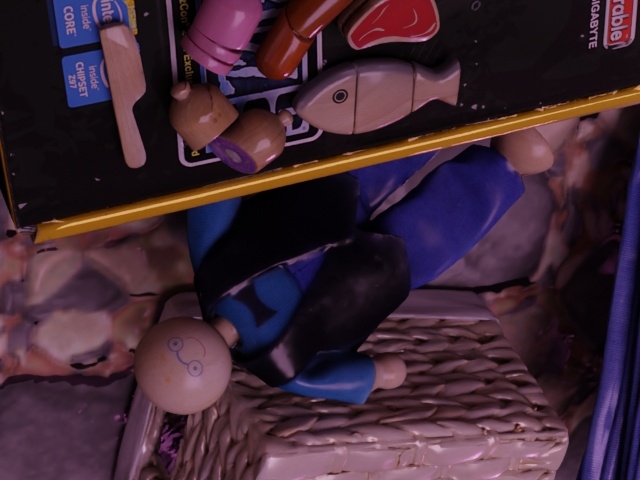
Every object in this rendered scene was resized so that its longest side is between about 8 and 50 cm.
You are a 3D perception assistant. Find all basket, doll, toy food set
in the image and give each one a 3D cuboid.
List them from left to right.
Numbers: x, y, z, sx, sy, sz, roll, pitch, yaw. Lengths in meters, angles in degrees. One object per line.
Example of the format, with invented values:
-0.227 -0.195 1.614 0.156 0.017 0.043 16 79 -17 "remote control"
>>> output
-0.009 -0.059 0.577 0.122 0.019 0.078 -17 129 -12 "toy food set"
0.000 0.000 0.685 0.189 0.046 0.129 -41 92 -19 "doll"
0.011 0.094 0.752 0.167 0.103 0.113 0 122 -31 "basket"

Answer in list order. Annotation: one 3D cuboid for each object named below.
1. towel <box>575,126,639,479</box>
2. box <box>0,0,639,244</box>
0.267 0.045 0.863 0.336 0.040 0.243 6 94 -35 "towel"
-0.003 -0.173 0.560 0.257 0.079 0.322 -12 127 -13 "box"
